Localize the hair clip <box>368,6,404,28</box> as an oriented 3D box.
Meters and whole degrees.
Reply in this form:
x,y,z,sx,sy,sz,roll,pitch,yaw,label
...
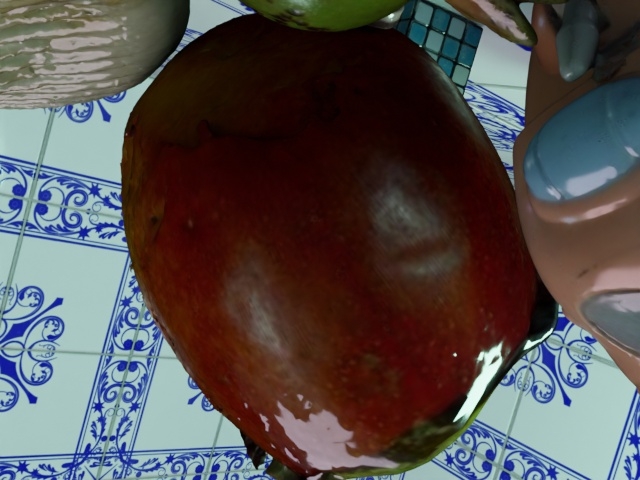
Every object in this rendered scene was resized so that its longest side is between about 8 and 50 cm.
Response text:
x,y,z,sx,sy,sz,roll,pitch,yaw,label
0.045,-0.238,0.549,0.123,0.102,0.138,17,-144,-12,hair clip

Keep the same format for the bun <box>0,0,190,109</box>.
x,y,z,sx,sy,sz,roll,pitch,yaw,label
-0.278,-0.231,0.538,0.364,0.220,0.365,-4,177,0,bun

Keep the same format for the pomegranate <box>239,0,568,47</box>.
x,y,z,sx,sy,sz,roll,pitch,yaw,label
0.026,-0.162,0.321,0.205,0.159,0.159,27,-179,-14,pomegranate

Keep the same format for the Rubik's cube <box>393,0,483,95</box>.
x,y,z,sx,sy,sz,roll,pitch,yaw,label
0.106,-0.203,0.786,0.092,0.092,0.092,15,-176,-27,Rubik's cube

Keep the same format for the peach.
x,y,z,sx,sy,sz,roll,pitch,yaw,label
0.000,0.000,0.617,0.417,0.339,0.353,57,-170,28,peach

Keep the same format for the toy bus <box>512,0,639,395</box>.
x,y,z,sx,sy,sz,roll,pitch,yaw,label
0.213,-0.056,0.384,0.232,0.288,0.194,26,147,-25,toy bus
